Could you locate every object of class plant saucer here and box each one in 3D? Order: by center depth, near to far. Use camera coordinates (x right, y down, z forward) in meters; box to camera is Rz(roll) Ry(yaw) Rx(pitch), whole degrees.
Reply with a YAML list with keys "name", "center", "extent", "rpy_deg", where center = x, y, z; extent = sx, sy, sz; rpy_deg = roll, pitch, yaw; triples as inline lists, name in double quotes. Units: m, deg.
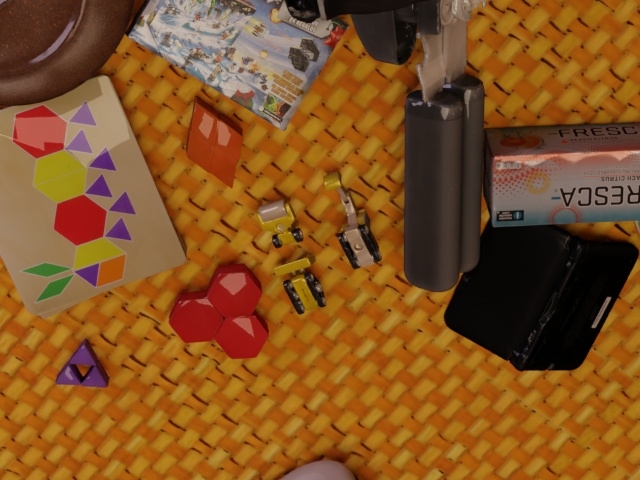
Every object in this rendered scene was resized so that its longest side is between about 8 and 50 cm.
- name: "plant saucer"
  center: [-0.230, -0.186, 1.262]
  extent: [0.199, 0.036, 0.198]
  rpy_deg: [1, 111, 3]

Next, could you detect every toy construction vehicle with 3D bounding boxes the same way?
- name: "toy construction vehicle"
  center: [0.000, 0.000, 1.401]
  extent: [0.086, 0.035, 0.098]
  rpy_deg: [-21, 114, 19]

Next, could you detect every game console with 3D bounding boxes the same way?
- name: "game console"
  center: [0.177, 0.037, 1.436]
  extent: [0.107, 0.071, 0.122]
  rpy_deg: [3, 121, -38]

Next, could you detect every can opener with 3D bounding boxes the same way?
- name: "can opener"
  center: [0.080, -0.099, 1.342]
  extent: [0.093, 0.074, 0.280]
  rpy_deg: [10, 119, 31]

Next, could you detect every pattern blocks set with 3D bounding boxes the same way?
- name: "pattern blocks set"
  center: [-0.193, -0.031, 1.375]
  extent: [0.285, 0.026, 0.325]
  rpy_deg: [-11, 116, 3]

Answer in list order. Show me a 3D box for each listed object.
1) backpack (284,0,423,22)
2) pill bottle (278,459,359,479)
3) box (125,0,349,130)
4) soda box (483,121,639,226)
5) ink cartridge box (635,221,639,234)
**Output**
- name: "backpack"
  center: [0.033, -0.293, 1.146]
  extent: [0.191, 0.225, 0.253]
  rpy_deg: [-16, 119, 1]
- name: "pill bottle"
  center: [0.028, 0.279, 1.497]
  extent: [0.103, 0.103, 0.184]
  rpy_deg: [-31, 113, 12]
- name: "box"
  center: [-0.061, -0.154, 1.308]
  extent: [0.137, 0.027, 0.094]
  rpy_deg: [31, 96, -17]
- name: "soda box"
  center: [0.218, -0.052, 1.368]
  extent: [0.183, 0.058, 0.063]
  rpy_deg: [-2, 116, -1]
- name: "ink cartridge box"
  center: [0.379, 0.074, 1.428]
  extent: [0.189, 0.097, 0.255]
  rpy_deg: [-20, 81, 8]
